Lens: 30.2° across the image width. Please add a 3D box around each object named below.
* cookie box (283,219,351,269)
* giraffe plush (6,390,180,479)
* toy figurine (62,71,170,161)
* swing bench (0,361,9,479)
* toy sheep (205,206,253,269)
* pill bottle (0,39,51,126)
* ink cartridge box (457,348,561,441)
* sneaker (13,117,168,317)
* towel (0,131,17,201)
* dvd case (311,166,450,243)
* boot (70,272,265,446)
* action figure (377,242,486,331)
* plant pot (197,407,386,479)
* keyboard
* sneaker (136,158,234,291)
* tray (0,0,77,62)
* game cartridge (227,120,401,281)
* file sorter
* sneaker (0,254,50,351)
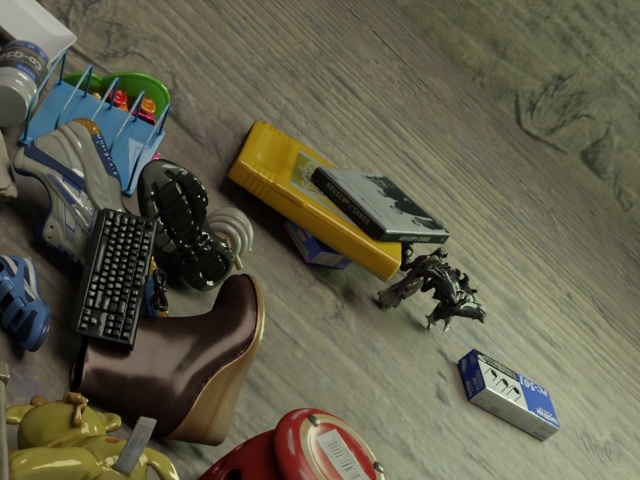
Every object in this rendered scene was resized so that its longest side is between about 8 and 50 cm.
[{"bbox_3d":[0.000,0.000,2.034,0.107,0.040,0.092,12,39,-52],"label":"cookie box"},{"bbox_3d":[-0.256,0.225,1.172,0.181,0.210,0.170,43,-5,-35],"label":"giraffe plush"},{"bbox_3d":[-0.296,-0.151,1.727,0.173,0.130,0.159,16,48,-33],"label":"toy figurine"},{"bbox_3d":[-0.395,0.200,0.978,0.254,0.165,0.253,33,27,-38],"label":"swing bench"},{"bbox_3d":[-0.141,-0.006,1.774,0.091,0.091,0.132,41,22,-12],"label":"toy sheep"},{"bbox_3d":[-0.424,-0.217,1.646,0.078,0.078,0.137,36,26,-21],"label":"pill bottle"},{"bbox_3d":[0.342,0.281,2.150,0.207,0.046,0.097,31,30,-31],"label":"ink cartridge box"},{"bbox_3d":[-0.294,-0.002,1.526,0.296,0.131,0.112,66,-10,-1],"label":"sneaker"},{"bbox_3d":[-0.506,-0.140,1.440,0.282,0.049,0.187,21,33,-45],"label":"towel"},{"bbox_3d":[0.109,-0.060,2.087,0.179,0.029,0.238,44,22,26],"label":"dvd case"},{"bbox_3d":[-0.181,0.114,1.451,0.207,0.090,0.248,29,55,-25],"label":"boot"},{"bbox_3d":[0.194,0.090,2.099,0.164,0.141,0.276,37,11,-25],"label":"action figure"},{"bbox_3d":[-0.031,0.303,1.381,0.191,0.174,0.191,34,29,-22],"label":"plant pot"},{"bbox_3d":[-0.230,0.046,1.424,0.108,0.023,0.180,18,54,-16],"label":"keyboard"},{"bbox_3d":[-0.204,-0.027,1.612,0.106,0.101,0.267,40,-18,31],"label":"sneaker"},{"bbox_3d":[-0.503,-0.370,1.809,0.270,0.030,0.145,41,26,-11],"label":"tray"},{"bbox_3d":[0.000,-0.081,2.065,0.323,0.053,0.285,35,19,-9],"label":"game cartridge"},{"bbox_3d":[-0.305,-0.162,1.622,0.170,0.104,0.118,26,59,-5],"label":"file sorter"},{"bbox_3d":[-0.352,0.071,1.364,0.059,0.053,0.144,22,26,-44],"label":"sneaker"}]
